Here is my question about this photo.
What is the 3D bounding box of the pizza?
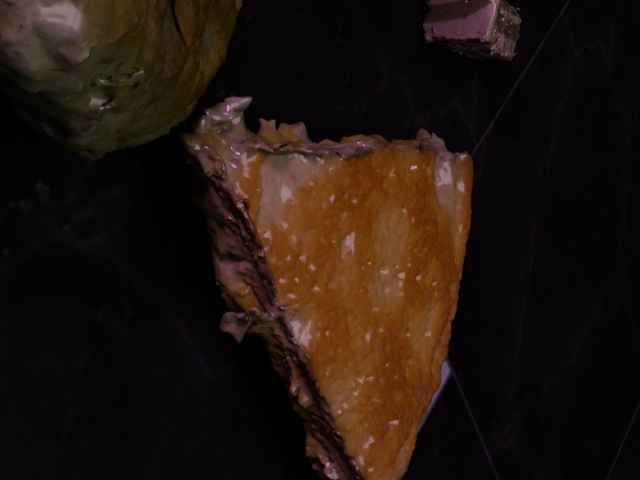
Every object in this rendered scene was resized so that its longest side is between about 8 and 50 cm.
[{"bbox_3d":[0.000,0.000,0.683,0.287,0.075,0.280,47,55,-45],"label":"pizza"}]

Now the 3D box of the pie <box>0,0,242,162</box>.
[{"bbox_3d":[-0.084,-0.181,0.445,0.323,0.071,0.323,-3,90,-81],"label":"pie"}]

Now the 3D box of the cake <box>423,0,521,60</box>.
[{"bbox_3d":[0.116,-0.161,0.852,0.140,0.055,0.051,-3,98,-72],"label":"cake"}]
